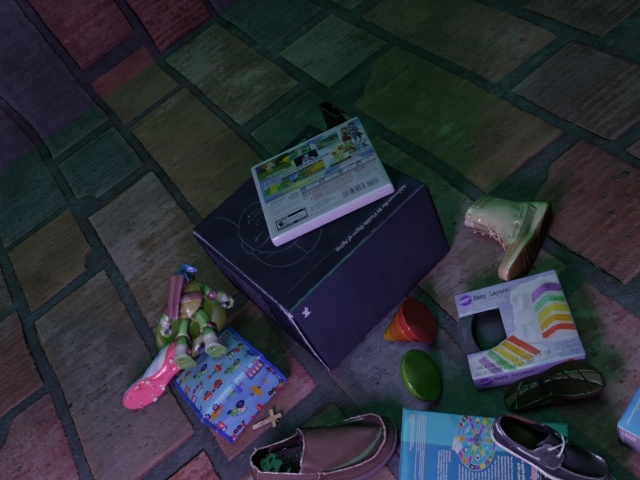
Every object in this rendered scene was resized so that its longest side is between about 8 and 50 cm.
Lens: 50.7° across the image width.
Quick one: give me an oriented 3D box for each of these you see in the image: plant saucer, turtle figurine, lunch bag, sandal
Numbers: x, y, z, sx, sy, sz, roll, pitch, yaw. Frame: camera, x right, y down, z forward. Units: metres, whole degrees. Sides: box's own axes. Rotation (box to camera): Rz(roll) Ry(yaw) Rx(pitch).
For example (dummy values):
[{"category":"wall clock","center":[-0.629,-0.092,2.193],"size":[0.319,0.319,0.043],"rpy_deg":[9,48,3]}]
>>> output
[{"category":"plant saucer","center":[-0.396,0.244,2.017],"size":[0.241,0.037,0.241],"rpy_deg":[-14,48,16]},{"category":"turtle figurine","center":[-0.334,0.226,1.853],"size":[0.198,0.274,0.266],"rpy_deg":[1,47,-22]},{"category":"lunch bag","center":[-0.267,0.356,1.808],"size":[0.221,0.138,0.293],"rpy_deg":[-47,38,-11]},{"category":"sandal","center":[0.512,0.330,1.476],"size":[0.219,0.060,0.090],"rpy_deg":[-27,38,24]}]

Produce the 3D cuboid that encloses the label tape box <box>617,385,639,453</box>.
[{"category":"label tape box","center":[0.780,0.354,1.281],"size":[0.334,0.106,0.240],"rpy_deg":[25,67,38]}]

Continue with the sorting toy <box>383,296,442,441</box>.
[{"category":"sorting toy","center":[0.205,0.320,1.628],"size":[0.126,0.127,0.365],"rpy_deg":[-35,40,39]}]

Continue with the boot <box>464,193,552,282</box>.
[{"category":"boot","center":[0.463,-0.013,1.757],"size":[0.203,0.095,0.262],"rpy_deg":[15,59,35]}]

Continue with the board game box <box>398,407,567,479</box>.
[{"category":"board game box","center":[0.325,0.486,1.357],"size":[0.336,0.079,0.253],"rpy_deg":[4,53,8]}]

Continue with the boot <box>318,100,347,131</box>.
[{"category":"boot","center":[0.088,-0.312,2.121],"size":[0.090,0.207,0.248],"rpy_deg":[-37,46,-6]}]

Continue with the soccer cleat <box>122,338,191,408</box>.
[{"category":"soccer cleat","center":[-0.460,0.373,1.906],"size":[0.248,0.083,0.095],"rpy_deg":[-47,25,3]}]

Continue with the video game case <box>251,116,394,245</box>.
[{"category":"video game case","center":[-0.005,-0.160,1.755],"size":[0.329,0.036,0.300],"rpy_deg":[-25,46,6]}]

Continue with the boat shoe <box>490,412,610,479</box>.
[{"category":"boat shoe","center":[0.446,0.405,1.311],"size":[0.233,0.079,0.084],"rpy_deg":[22,56,19]}]

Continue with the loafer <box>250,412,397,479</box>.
[{"category":"loafer","center":[0.000,0.490,1.544],"size":[0.366,0.130,0.133],"rpy_deg":[-24,46,7]}]

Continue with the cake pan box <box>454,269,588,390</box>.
[{"category":"cake pan box","center":[0.459,0.211,1.593],"size":[0.267,0.070,0.245],"rpy_deg":[-16,45,15]}]

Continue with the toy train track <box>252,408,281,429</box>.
[{"category":"toy train track","center":[-0.134,0.461,1.719],"size":[0.083,0.014,0.048],"rpy_deg":[-27,52,12]}]

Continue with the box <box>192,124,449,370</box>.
[{"category":"box","center":[0.000,0.000,1.841],"size":[0.480,0.297,0.472],"rpy_deg":[-43,45,-12]}]

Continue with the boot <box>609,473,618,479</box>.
[{"category":"boot","center":[0.536,0.492,1.333],"size":[0.099,0.045,0.121],"rpy_deg":[-36,48,-3]}]
